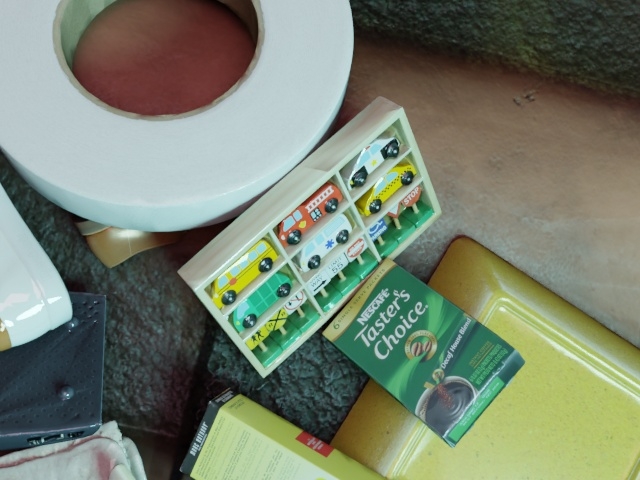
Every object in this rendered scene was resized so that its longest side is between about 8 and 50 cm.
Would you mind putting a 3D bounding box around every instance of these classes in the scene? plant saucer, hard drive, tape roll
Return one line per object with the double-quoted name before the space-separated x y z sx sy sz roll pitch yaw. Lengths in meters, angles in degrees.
"plant saucer" 0.211 0.211 0.912 0.333 0.081 0.333 33 80 -2
"hard drive" -0.336 0.124 0.825 0.254 0.054 0.172 0 47 -12
"tape roll" -0.160 -0.200 0.885 0.392 0.072 0.392 1 69 -3

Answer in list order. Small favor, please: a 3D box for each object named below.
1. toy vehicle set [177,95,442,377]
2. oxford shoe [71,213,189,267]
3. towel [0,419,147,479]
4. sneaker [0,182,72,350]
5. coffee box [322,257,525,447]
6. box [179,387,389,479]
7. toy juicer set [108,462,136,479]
"toy vehicle set" 0.000 0.000 0.879 0.267 0.166 0.035 -42 48 -11
"oxford shoe" -0.149 -0.042 0.916 0.212 0.076 0.076 -29 117 -13
"towel" -0.235 0.327 0.824 0.187 0.049 0.282 -18 78 6
"sneaker" -0.361 -0.018 0.823 0.123 0.106 0.290 -30 70 -28
"coffee box" 0.098 0.108 0.875 0.113 0.040 0.184 -48 51 -4
"box" -0.017 0.239 0.845 0.232 0.058 0.087 27 105 14
"toy juicer set" -0.186 0.387 0.735 0.209 0.089 0.329 30 85 13
